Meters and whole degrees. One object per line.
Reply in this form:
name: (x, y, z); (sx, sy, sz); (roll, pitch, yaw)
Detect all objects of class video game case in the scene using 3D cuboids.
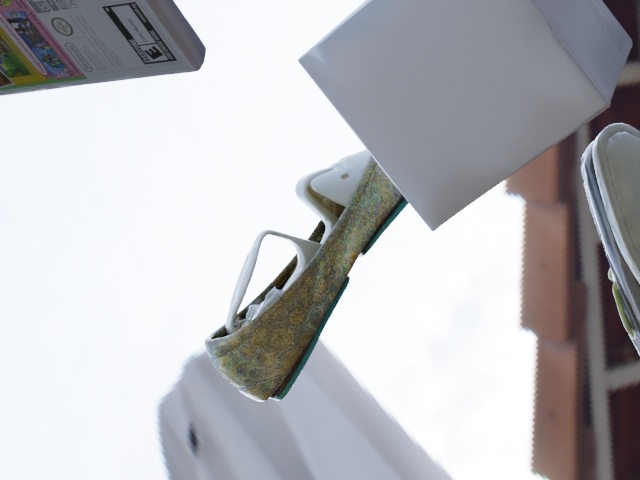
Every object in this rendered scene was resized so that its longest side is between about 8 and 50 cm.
video game case: (-0.200, -0.168, 0.918); (0.193, 0.023, 0.212); (-4, -36, 26)

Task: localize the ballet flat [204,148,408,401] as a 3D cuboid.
ballet flat: (0.000, 0.000, 1.551); (0.349, 0.123, 0.123); (-56, -37, -8)

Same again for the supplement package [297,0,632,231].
supplement package: (0.131, -0.157, 1.252); (0.175, 0.177, 0.293); (-37, 3, 21)

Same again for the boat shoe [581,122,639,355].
boat shoe: (0.317, 0.039, 1.408); (0.109, 0.305, 0.091); (-27, -1, -31)
